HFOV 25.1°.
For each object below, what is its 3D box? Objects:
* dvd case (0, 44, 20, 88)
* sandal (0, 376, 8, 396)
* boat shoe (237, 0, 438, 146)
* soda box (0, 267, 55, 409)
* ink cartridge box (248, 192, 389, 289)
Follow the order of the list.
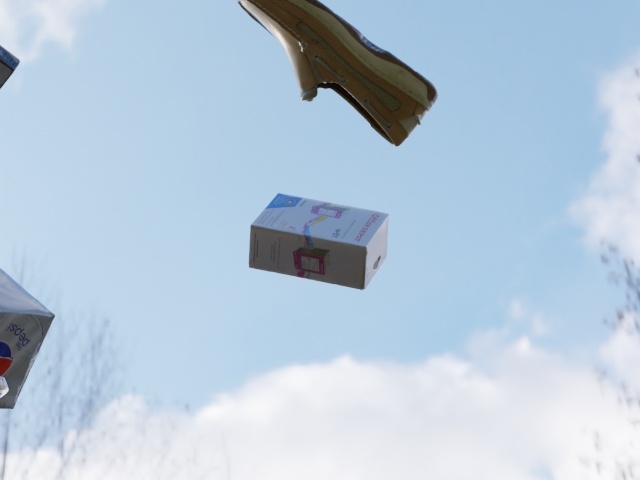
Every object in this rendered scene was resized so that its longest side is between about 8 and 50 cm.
[{"bbox_3d":[-0.459,-0.200,1.508,0.239,0.029,0.179,37,-56,-15],"label":"dvd case"},{"bbox_3d":[-0.250,0.147,0.783,0.240,0.079,0.088,-23,-8,26],"label":"sandal"},{"bbox_3d":[0.003,-0.147,1.189,0.190,0.068,0.072,34,-93,2],"label":"boat shoe"},{"bbox_3d":[-0.346,0.026,1.164,0.098,0.286,0.091,9,-69,-54],"label":"soda box"},{"bbox_3d":[0.000,0.000,1.440,0.122,0.088,0.052,12,-63,13],"label":"ink cartridge box"}]
